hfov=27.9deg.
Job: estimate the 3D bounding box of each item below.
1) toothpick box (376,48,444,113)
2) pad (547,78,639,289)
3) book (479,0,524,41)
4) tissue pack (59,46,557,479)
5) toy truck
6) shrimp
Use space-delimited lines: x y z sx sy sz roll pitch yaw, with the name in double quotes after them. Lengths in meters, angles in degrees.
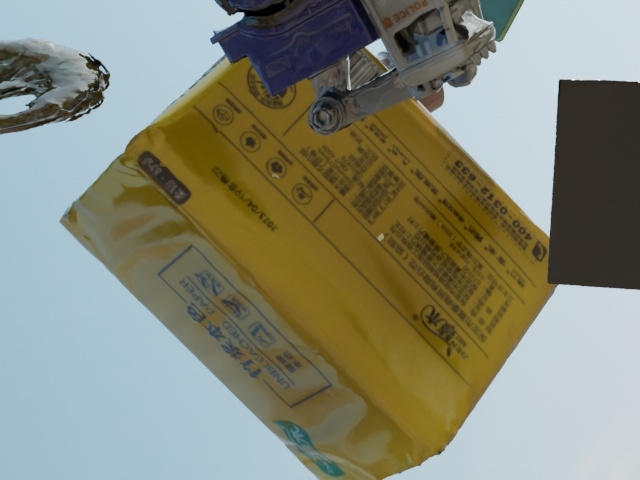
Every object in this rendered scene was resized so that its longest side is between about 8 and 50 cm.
0.065 -0.170 1.583 0.149 0.098 0.098 -32 -36 -16 "toothpick box"
0.304 -0.038 1.005 0.006 0.246 0.170 -16 -72 -75 "pad"
0.186 -0.287 1.364 0.017 0.103 0.135 8 -66 -55 "book"
0.000 0.000 1.218 0.293 0.382 0.228 -49 7 -36 "tissue pack"
0.037 -0.174 0.900 0.177 0.213 0.161 62 -150 -8 "toy truck"
-0.331 -0.142 1.253 0.253 0.173 0.058 -7 -53 -7 "shrimp"
